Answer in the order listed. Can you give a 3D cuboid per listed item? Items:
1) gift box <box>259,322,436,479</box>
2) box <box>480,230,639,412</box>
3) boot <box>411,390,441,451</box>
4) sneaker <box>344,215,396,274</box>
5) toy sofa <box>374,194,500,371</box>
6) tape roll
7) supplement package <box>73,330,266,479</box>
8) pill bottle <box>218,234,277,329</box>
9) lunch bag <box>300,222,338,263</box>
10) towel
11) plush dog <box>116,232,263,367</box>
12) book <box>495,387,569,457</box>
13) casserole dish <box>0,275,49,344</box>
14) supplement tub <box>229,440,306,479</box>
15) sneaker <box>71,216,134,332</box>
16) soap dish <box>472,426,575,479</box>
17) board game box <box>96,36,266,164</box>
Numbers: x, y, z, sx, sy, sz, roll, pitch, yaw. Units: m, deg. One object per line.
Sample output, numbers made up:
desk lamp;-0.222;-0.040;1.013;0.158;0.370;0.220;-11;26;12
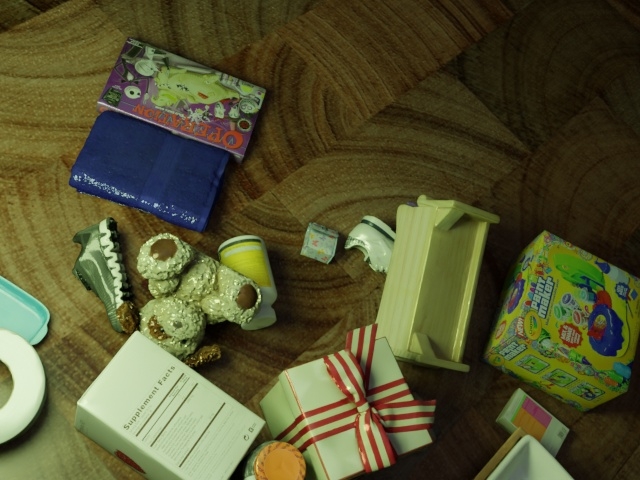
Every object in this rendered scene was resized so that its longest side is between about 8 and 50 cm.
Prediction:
gift box;0.058;0.330;1.636;0.277;0.258;0.255;-21;73;-25
box;0.555;0.186;1.925;0.279;0.177;0.289;26;59;-3
boot;0.196;0.386;1.783;0.087;0.042;0.118;-24;67;-19
sneaker;0.167;0.046;1.928;0.235;0.090;0.094;36;73;4
toy sofa;0.247;0.093;1.832;0.150;0.177;0.362;16;83;-33
tape roll;-0.609;0.266;1.529;0.219;0.072;0.219;3;74;-12
supplement package;-0.283;0.340;1.563;0.293;0.177;0.175;35;59;1
pill bottle;-0.149;0.089;1.777;0.103;0.103;0.184;-6;66;-21
lunch bag;0.000;0.000;1.903;0.071;0.053;0.083;22;51;-9
towel;-0.368;-0.148;1.847;0.308;0.076;0.227;20;53;-8
plush dog;-0.277;0.130;1.682;0.263;0.211;0.225;31;84;-16
book;0.472;0.407;1.869;0.144;0.035;0.096;40;56;4
casserole dish;-0.615;0.142;1.633;0.188;0.037;0.114;33;59;0
supplement tub;-0.096;0.440;1.568;0.117;0.190;0.116;7;63;-14
sneaker;-0.443;0.076;1.705;0.106;0.078;0.234;-13;84;4
soap dish;0.392;0.560;1.714;0.291;0.118;0.229;-39;81;-30
board game box;-0.317;-0.325;1.964;0.347;0.056;0.208;19;64;-9
